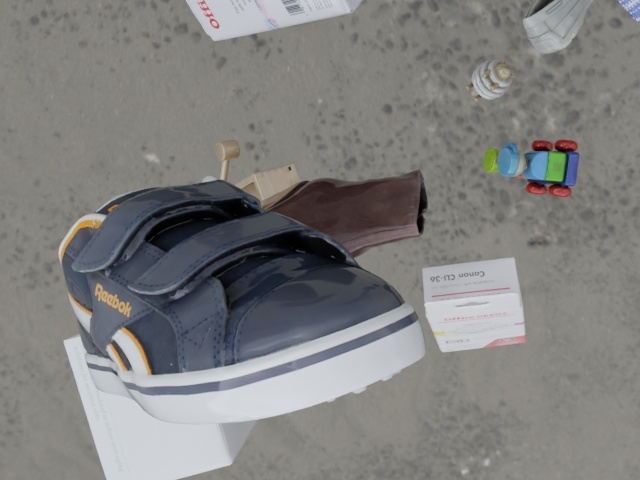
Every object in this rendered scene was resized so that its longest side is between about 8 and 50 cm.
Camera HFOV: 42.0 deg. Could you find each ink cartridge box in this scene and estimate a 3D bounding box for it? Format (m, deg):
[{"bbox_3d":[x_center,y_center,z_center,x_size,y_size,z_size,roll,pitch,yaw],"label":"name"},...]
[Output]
[{"bbox_3d":[-0.083,-0.415,1.190,0.278,0.117,0.201,1,136,40],"label":"ink cartridge box"},{"bbox_3d":[0.192,0.077,1.039,0.115,0.067,0.198,-8,156,11],"label":"ink cartridge box"}]

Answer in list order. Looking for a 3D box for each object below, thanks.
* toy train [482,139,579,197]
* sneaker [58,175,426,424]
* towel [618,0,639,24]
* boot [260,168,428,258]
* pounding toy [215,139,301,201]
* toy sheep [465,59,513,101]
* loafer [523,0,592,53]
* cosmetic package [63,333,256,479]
[{"bbox_3d":[0.375,-0.147,1.605,0.143,0.248,0.105,6,95,-15],"label":"toy train"},{"bbox_3d":[-0.075,0.026,0.491,0.126,0.321,0.127,-18,96,-36],"label":"sneaker"},{"bbox_3d":[0.612,-0.543,1.508,0.336,0.040,0.243,37,126,-22],"label":"towel"},{"bbox_3d":[0.000,0.000,0.868,0.207,0.248,0.090,-10,119,20],"label":"boot"},{"bbox_3d":[-0.106,-0.084,1.448,0.094,0.206,0.181,-19,179,-31],"label":"pounding toy"},{"bbox_3d":[0.366,-0.346,1.807,0.091,0.091,0.132,23,157,-23],"label":"toy sheep"},{"bbox_3d":[0.516,-0.532,1.728,0.111,0.319,0.112,42,156,-26],"label":"loafer"},{"bbox_3d":[-0.176,0.169,1.103,0.155,0.365,0.197,-16,90,7],"label":"cosmetic package"}]
